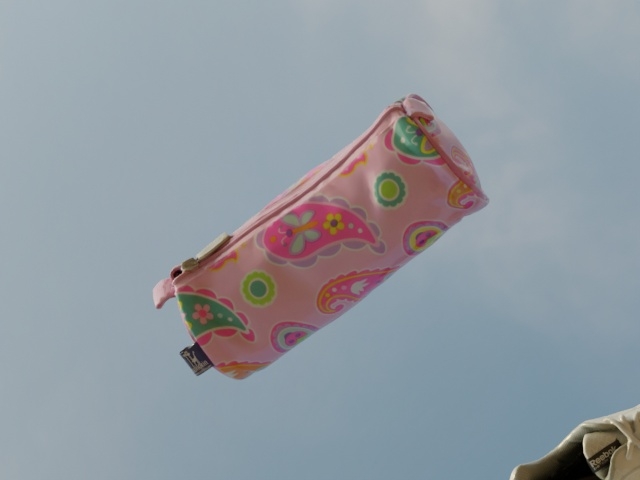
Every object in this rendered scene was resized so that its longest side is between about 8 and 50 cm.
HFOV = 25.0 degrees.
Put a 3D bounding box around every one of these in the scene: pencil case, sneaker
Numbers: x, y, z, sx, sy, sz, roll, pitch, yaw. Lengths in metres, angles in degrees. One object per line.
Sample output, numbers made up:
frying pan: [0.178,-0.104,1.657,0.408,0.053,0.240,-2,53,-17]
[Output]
pencil case: [0.000,0.000,1.204,0.284,0.124,0.124,-36,-106,14]
sneaker: [0.302,0.191,1.294,0.292,0.118,0.110,-32,-136,11]
